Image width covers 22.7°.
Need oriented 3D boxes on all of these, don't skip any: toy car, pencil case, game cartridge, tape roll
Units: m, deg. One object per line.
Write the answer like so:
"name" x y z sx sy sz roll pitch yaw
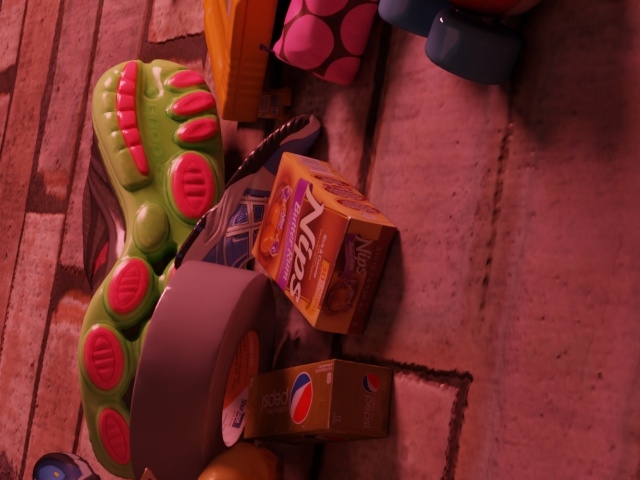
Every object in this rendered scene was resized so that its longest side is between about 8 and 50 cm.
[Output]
"toy car" 0.056 -0.266 1.223 0.210 0.237 0.219 54 130 58
"pencil case" 0.020 -0.256 1.485 0.098 0.095 0.209 -99 28 -69
"game cartridge" -0.080 -0.328 1.665 0.285 0.052 0.324 -106 24 -59
"tape roll" -0.106 0.131 1.483 0.219 0.072 0.219 11 -90 -77

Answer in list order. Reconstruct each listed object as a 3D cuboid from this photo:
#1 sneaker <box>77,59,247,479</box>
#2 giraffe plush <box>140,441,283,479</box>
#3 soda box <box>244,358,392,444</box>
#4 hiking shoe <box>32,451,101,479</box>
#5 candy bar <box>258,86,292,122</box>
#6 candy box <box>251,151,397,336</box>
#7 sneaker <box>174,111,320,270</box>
"sneaker" -0.173 0.037 1.735 0.202 0.185 0.483 106 166 -60
"giraffe plush" -0.032 0.256 1.335 0.170 0.210 0.181 0 61 31
"soda box" -0.005 0.146 1.412 0.181 0.058 0.061 -20 62 63
"hiking shoe" -0.335 0.361 1.955 0.113 0.132 0.304 -68 27 25
"candy bar" -0.067 -0.147 1.710 0.161 0.018 0.040 -168 84 -65
"candy box" 0.000 0.000 1.467 0.186 0.053 0.109 44 120 60
"sneaker" -0.058 -0.036 1.593 0.211 0.081 0.080 -54 -2 17
